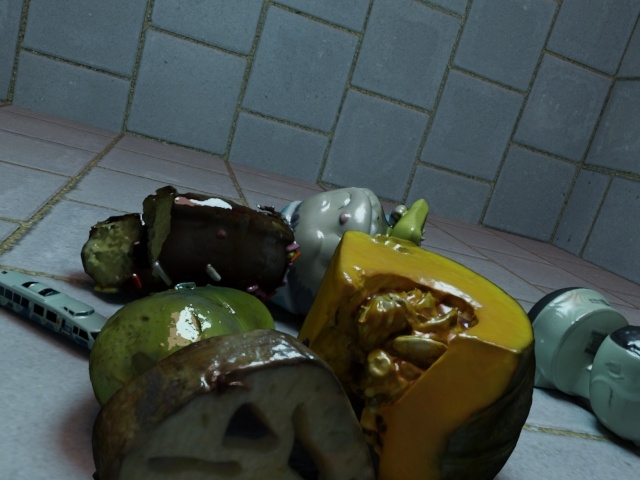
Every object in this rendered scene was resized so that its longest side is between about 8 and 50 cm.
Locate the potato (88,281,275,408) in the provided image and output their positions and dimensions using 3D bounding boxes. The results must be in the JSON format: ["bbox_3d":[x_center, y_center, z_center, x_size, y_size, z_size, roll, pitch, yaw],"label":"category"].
[{"bbox_3d":[-0.140,0.116,0.609,0.169,0.144,0.248,17,11,17],"label":"potato"}]

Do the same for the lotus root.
[{"bbox_3d":[-0.058,0.164,0.491,0.260,0.170,0.074,3,13,-26],"label":"lotus root"}]

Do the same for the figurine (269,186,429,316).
[{"bbox_3d":[0.000,0.000,1.066,0.377,0.266,0.361,19,7,11],"label":"figurine"}]

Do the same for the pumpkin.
[{"bbox_3d":[0.102,0.142,0.679,0.303,0.226,0.256,28,20,22],"label":"pumpkin"}]

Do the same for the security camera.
[{"bbox_3d":[0.485,0.208,0.933,0.197,0.191,0.277,13,13,-22],"label":"security camera"}]

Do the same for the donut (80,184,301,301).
[{"bbox_3d":[-0.180,0.024,0.836,0.259,0.136,0.345,16,-14,-40],"label":"donut"}]

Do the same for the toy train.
[{"bbox_3d":[-0.335,0.089,0.710,0.207,0.047,0.043,20,14,22],"label":"toy train"}]
